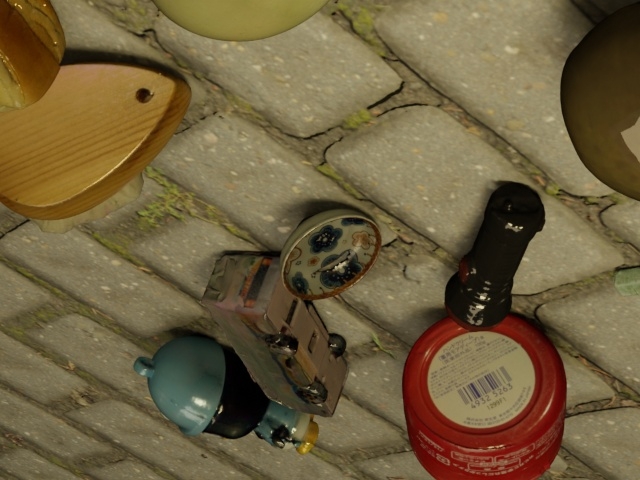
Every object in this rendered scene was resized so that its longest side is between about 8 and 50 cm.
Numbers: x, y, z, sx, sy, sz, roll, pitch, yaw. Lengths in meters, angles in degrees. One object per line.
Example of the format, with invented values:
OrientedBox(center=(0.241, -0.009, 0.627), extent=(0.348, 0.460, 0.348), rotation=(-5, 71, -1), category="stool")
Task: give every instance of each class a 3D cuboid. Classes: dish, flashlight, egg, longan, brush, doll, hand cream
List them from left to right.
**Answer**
OrientedBox(center=(-0.265, -0.118, 1.575), extent=(0.266, 0.174, 0.166), rotation=(-20, 168, 6), category="brush")
OrientedBox(center=(-0.150, 0.246, 2.069), extent=(0.314, 0.177, 0.141), rotation=(26, 110, -22), category="doll")
OrientedBox(center=(-0.070, -0.273, 1.184), extent=(0.188, 0.189, 0.253), rotation=(32, 156, -23), category="egg")
OrientedBox(center=(0.000, 0.000, 1.698), extent=(0.141, 0.078, 0.141), rotation=(-18, 137, -18), category="dish")
OrientedBox(center=(0.220, 0.216, 1.781), extent=(0.230, 0.230, 0.149), rotation=(9, 150, 13), category="hand cream")
OrientedBox(center=(0.210, 0.022, 1.608), extent=(0.093, 0.093, 0.232), rotation=(15, 146, 4), category="flashlight")
OrientedBox(center=(0.323, -0.126, 1.223), extent=(0.220, 0.197, 0.196), rotation=(18, 150, -16), category="longan")

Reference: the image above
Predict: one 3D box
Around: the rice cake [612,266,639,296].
OrientedBox(center=(0.434, 0.044, 1.588), extent=(0.170, 0.029, 0.033), rotation=(-9, 145, 35), category="rice cake")

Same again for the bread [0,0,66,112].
OrientedBox(center=(-0.374, -0.247, 1.420), extent=(0.106, 0.140, 0.236), rotation=(-4, 144, 36), category="bread")

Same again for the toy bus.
OrientedBox(center=(-0.060, 0.142, 1.917), extent=(0.137, 0.112, 0.317), rotation=(7, 147, 24), category="toy bus")
